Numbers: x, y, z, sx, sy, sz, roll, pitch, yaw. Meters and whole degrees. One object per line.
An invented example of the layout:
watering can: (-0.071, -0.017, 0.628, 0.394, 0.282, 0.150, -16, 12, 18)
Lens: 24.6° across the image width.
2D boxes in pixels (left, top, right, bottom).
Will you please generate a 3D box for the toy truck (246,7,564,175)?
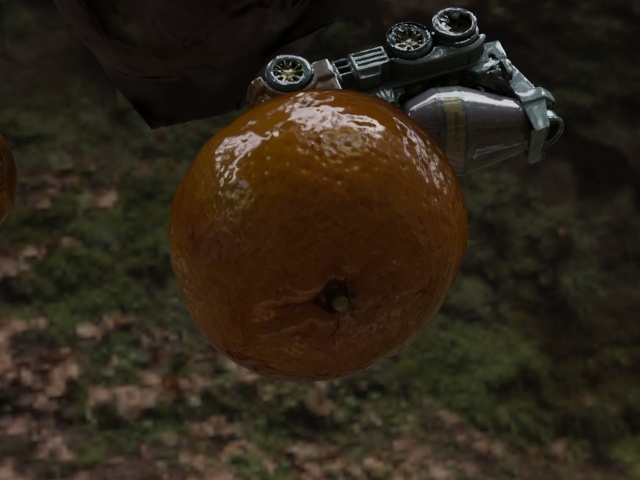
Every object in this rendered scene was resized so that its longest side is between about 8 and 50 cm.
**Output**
toy truck: (0.074, -0.106, 1.294, 0.257, 0.140, 0.108, -16, -36, -13)

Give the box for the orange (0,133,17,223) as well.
orange: (-0.383, -0.071, 1.485, 0.159, 0.159, 0.136, 3, -60, -41)

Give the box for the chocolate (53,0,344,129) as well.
chocolate: (-0.172, -0.361, 1.476, 0.384, 0.383, 0.331, -16, -35, 29)

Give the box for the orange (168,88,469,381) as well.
orange: (0.000, -0.001, 0.856, 0.178, 0.155, 0.177, -11, -38, -8)
